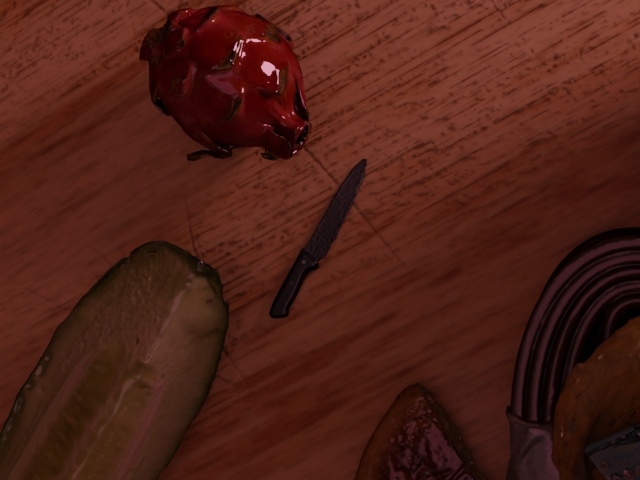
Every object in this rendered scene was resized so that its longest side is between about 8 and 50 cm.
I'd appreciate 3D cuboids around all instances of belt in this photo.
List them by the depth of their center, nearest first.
[{"bbox_3d":[0.263,0.161,1.188,0.217,0.122,0.338,0,94,12],"label":"belt"}]

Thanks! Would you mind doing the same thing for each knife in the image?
[{"bbox_3d":[0.000,0.000,1.296,0.023,0.010,0.170,31,99,10],"label":"knife"}]

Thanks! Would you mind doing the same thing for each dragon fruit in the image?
[{"bbox_3d":[-0.075,-0.139,1.248,0.166,0.133,0.136,36,144,10],"label":"dragon fruit"}]

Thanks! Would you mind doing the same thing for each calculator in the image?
[{"bbox_3d":[0.263,0.203,1.038,0.057,0.018,0.172,-29,109,34],"label":"calculator"}]

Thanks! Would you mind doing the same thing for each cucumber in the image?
[{"bbox_3d":[-0.186,0.143,1.310,0.145,0.105,0.325,37,103,36],"label":"cucumber"}]

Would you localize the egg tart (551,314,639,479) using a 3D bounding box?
[{"bbox_3d":[0.316,0.135,1.051,0.291,0.107,0.290,9,122,14],"label":"egg tart"}]

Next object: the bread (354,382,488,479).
[{"bbox_3d":[0.080,0.224,1.273,0.136,0.054,0.154,-36,80,12],"label":"bread"}]
